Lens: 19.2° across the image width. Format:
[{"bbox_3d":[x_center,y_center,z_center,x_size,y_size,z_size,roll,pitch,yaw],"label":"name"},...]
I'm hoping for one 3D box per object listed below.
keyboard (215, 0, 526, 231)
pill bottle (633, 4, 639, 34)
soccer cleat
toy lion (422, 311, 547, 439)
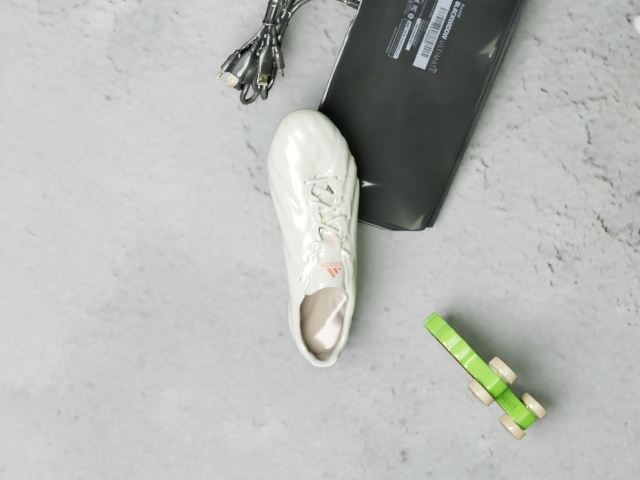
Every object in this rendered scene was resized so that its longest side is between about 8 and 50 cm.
[{"bbox_3d":[0.046,-0.171,1.417,0.201,0.033,0.317,18,103,-14],"label":"keyboard"},{"bbox_3d":[0.345,-0.127,1.436,0.117,0.117,0.208,-43,98,-1],"label":"pill bottle"},{"bbox_3d":[0.000,0.000,1.408,0.068,0.076,0.196,-6,112,-5],"label":"soccer cleat"},{"bbox_3d":[0.119,0.098,1.452,0.034,0.096,0.100,-44,138,-1],"label":"toy lion"}]
